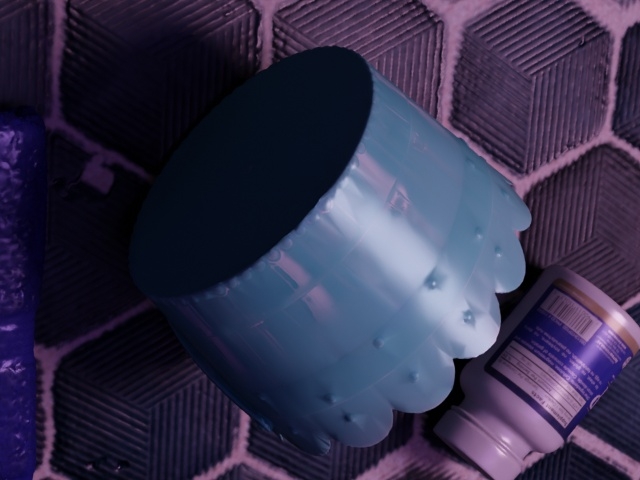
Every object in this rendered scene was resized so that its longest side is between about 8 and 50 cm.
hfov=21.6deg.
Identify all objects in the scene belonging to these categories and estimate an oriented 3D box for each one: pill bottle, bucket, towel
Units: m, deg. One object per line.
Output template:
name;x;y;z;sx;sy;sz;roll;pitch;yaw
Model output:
pill bottle;0.191;0.125;1.503;0.186;0.112;0.112;-50;121;-5
bucket;0.000;0.000;1.277;0.281;0.281;0.183;-49;120;-6
towel;-0.317;0.052;1.241;0.228;0.076;0.308;-4;107;-34
